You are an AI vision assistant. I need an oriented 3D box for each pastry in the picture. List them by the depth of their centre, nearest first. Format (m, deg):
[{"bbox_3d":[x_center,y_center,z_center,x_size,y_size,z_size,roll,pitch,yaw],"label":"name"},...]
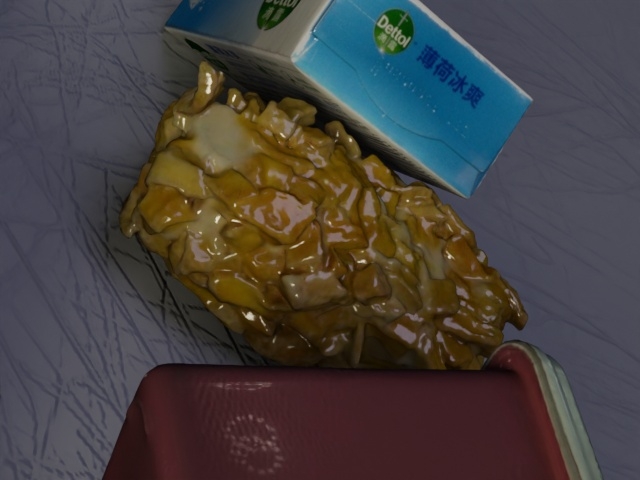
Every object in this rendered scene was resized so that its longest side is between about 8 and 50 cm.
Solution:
[{"bbox_3d":[0.000,0.000,0.869,0.250,0.102,0.154,41,42,-23],"label":"pastry"}]

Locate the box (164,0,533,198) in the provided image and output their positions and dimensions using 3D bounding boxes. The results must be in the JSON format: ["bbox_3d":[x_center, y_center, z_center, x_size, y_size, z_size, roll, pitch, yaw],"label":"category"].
[{"bbox_3d":[0.011,-0.104,0.941,0.139,0.073,0.194,36,-4,-28],"label":"box"}]

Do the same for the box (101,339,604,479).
[{"bbox_3d":[0.010,0.183,0.568,0.168,0.193,0.294,7,45,-21],"label":"box"}]
